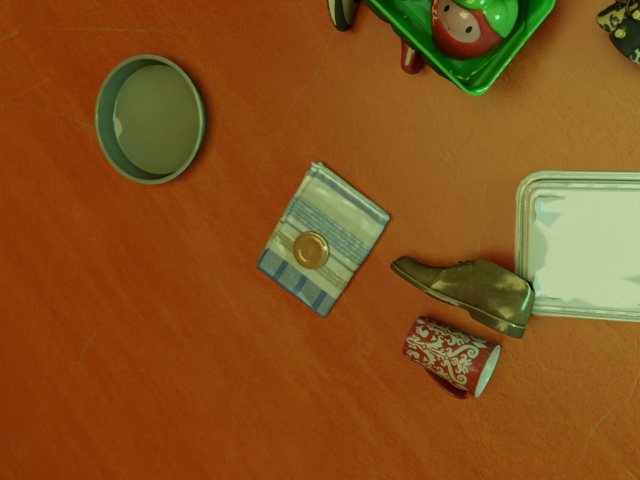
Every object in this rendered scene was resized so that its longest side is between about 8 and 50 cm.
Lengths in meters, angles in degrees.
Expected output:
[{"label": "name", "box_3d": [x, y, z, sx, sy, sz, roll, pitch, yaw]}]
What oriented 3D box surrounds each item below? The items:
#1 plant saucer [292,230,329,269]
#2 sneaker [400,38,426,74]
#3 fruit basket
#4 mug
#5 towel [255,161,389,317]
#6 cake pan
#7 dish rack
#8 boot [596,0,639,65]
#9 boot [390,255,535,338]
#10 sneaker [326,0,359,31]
[{"label": "plant saucer", "box_3d": [-0.022, 0.022, 1.761, 0.083, 0.013, 0.084, 5, 102, 22]}, {"label": "sneaker", "box_3d": [0.167, -0.443, 1.621, 0.128, 0.087, 0.221, 17, 92, 29]}, {"label": "fruit basket", "box_3d": [0.230, -0.459, 1.375, 0.392, 0.392, 0.283, 38, 86, 14]}, {"label": "mug", "box_3d": [0.254, 0.244, 1.658, 0.169, 0.113, 0.150, 24, 105, 22]}, {"label": "towel", "box_3d": [0.000, 0.000, 1.773, 0.209, 0.034, 0.285, 36, 112, 12]}, {"label": "cake pan", "box_3d": [-0.385, -0.276, 1.887, 0.293, 0.054, 0.293, 4, 99, 23]}, {"label": "dish rack", "box_3d": [0.524, 0.015, 1.529, 0.332, 0.072, 0.286, 3, 98, 22]}, {"label": "boot", "box_3d": [0.563, -0.449, 1.333, 0.377, 0.138, 0.284, 32, 132, -14]}, {"label": "boot", "box_3d": [0.279, 0.079, 1.615, 0.305, 0.112, 0.115, 24, 98, 32]}, {"label": "sneaker", "box_3d": [0.087, -0.543, 1.622, 0.108, 0.100, 0.272, 23, 106, 14]}]
